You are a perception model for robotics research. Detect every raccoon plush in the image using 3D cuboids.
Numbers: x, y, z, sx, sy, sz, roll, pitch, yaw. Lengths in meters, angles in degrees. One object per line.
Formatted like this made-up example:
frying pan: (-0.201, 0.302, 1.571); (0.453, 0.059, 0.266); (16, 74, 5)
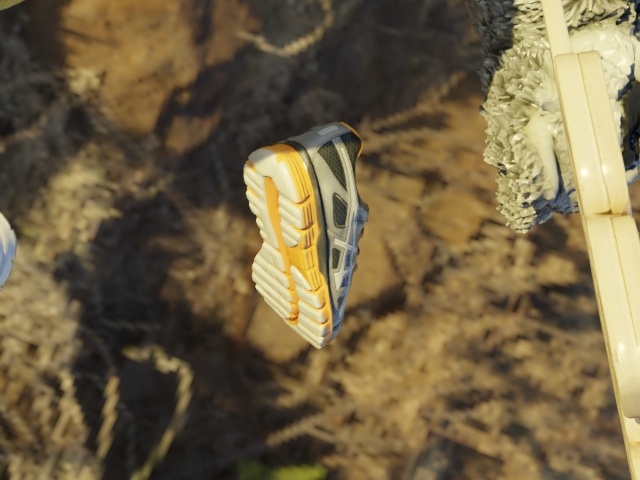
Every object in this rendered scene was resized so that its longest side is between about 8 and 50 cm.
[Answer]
raccoon plush: (0.116, -0.204, 1.559); (0.299, 0.446, 0.216); (-60, 154, -3)

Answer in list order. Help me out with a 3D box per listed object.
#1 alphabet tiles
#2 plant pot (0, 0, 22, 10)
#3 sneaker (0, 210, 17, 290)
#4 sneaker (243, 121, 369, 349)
alphabet tiles: (0.131, 0.042, 0.824); (0.284, 0.021, 0.278); (65, 16, -63)
plant pot: (-0.171, -0.294, 1.064); (0.254, 0.239, 0.254); (-42, -178, 2)
sneaker: (-0.372, 0.104, 1.777); (0.129, 0.111, 0.297); (-43, 148, -70)
sneaker: (0.000, 0.000, 1.460); (0.083, 0.084, 0.215); (-36, 147, -27)
